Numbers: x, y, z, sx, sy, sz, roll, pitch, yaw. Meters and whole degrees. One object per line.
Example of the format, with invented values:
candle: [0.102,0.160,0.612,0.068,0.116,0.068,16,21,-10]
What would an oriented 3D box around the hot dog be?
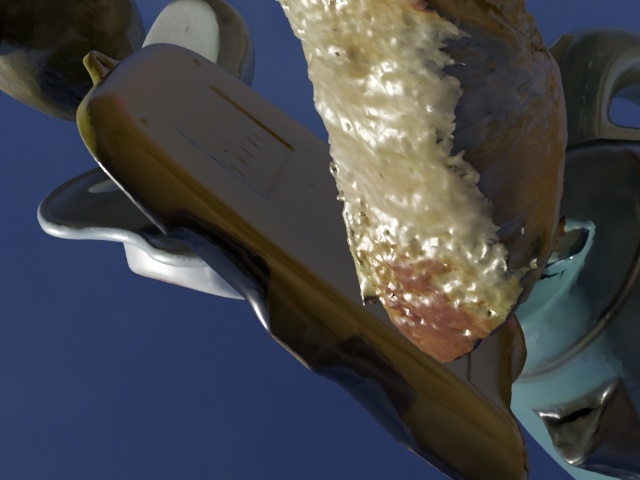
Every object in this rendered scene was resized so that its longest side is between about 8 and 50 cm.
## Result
hot dog: [0.034,-0.039,0.366,0.078,0.169,0.061,20,-127,35]

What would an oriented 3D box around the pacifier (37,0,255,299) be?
pacifier: [-0.074,-0.074,0.943,0.279,0.207,0.227,12,-148,42]

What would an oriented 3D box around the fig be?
fig: [-0.199,-0.152,1.083,0.133,0.185,0.126,-34,-124,1]

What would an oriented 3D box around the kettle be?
kettle: [0.230,0.027,0.825,0.342,0.247,0.319,28,-129,-30]

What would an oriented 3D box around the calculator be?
calculator: [0.000,0.000,0.537,0.236,0.033,0.157,39,-158,-9]
